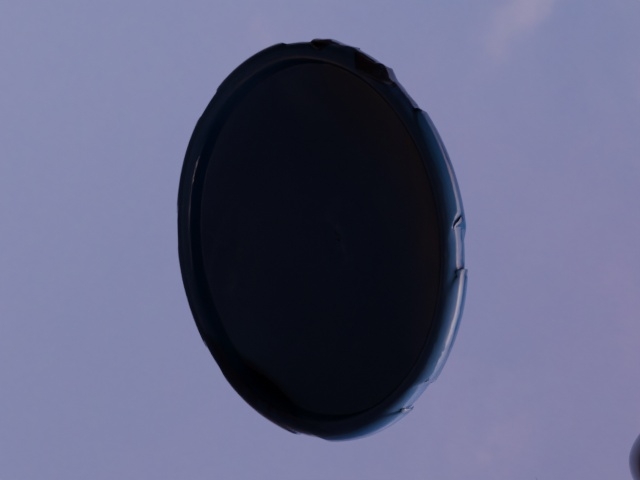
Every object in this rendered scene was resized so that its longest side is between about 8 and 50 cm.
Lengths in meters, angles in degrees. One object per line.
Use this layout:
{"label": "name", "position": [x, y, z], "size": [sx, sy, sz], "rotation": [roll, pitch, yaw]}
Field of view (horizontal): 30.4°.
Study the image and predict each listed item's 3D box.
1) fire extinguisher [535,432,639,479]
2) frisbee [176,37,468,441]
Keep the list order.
{"label": "fire extinguisher", "position": [0.239, 0.081, 0.664], "size": [0.138, 0.102, 0.344], "rotation": [33, -84, -1]}
{"label": "frisbee", "position": [0.000, 0.000, 0.713], "size": [0.242, 0.045, 0.242], "rotation": [7, -81, 46]}
